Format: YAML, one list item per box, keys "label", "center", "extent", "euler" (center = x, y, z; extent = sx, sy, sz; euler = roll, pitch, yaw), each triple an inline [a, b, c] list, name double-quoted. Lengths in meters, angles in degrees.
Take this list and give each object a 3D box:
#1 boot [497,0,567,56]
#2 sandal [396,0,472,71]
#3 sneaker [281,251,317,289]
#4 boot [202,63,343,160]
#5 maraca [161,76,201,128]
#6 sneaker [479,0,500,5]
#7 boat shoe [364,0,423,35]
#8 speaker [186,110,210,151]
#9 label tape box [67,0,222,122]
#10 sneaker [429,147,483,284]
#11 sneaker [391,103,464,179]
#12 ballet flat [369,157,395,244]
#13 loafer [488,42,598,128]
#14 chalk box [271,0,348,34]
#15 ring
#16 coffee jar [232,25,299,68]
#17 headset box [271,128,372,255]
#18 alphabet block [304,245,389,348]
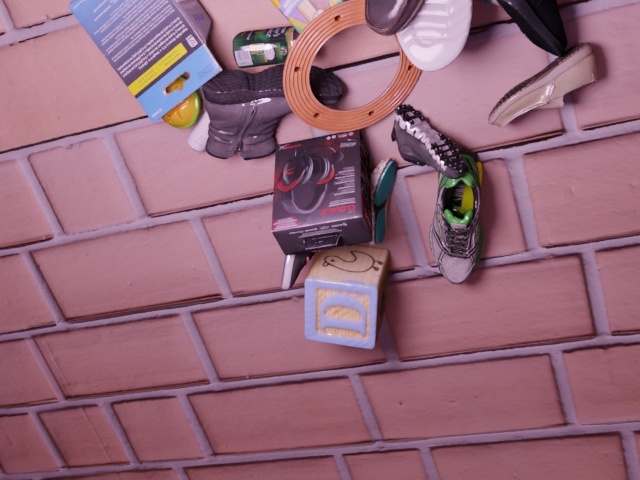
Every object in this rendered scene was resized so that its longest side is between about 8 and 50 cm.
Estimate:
- label: "boot"
  center: [0.489, -0.518, 1.628]
  extent: [0.246, 0.094, 0.207]
  euler: [29, 101, -44]
- label: "sandal"
  center: [0.227, -0.563, 1.650]
  extent: [0.169, 0.102, 0.417]
  euler: [-9, 94, 23]
- label: "sneaker"
  center: [0.000, 0.000, 1.966]
  extent: [0.146, 0.296, 0.104]
  euler: [20, 159, -5]
- label: "boot"
  center: [-0.115, -0.302, 1.913]
  extent: [0.337, 0.118, 0.223]
  euler: [1, 137, 0]
- label: "maraca"
  center: [-0.367, -0.350, 1.952]
  extent: [0.185, 0.099, 0.127]
  euler: [32, 115, 24]
- label: "sneaker"
  center: [0.363, -0.631, 1.600]
  extent: [0.120, 0.108, 0.302]
  euler: [15, 122, 1]
- label: "boat shoe"
  center: [0.159, -0.583, 1.546]
  extent: [0.132, 0.130, 0.356]
  euler: [23, 104, 21]
- label: "speaker"
  center: [-0.280, -0.288, 1.984]
  extent: [0.055, 0.055, 0.136]
  euler: [36, 121, -7]
- label: "label tape box"
  center: [-0.390, -0.484, 1.853]
  extent: [0.240, 0.106, 0.334]
  euler: [-30, 101, 27]
- label: "sneaker"
  center: [0.323, -0.040, 1.917]
  extent: [0.134, 0.146, 0.344]
  euler: [1, 119, 13]
- label: "sneaker"
  center: [0.244, -0.208, 1.844]
  extent: [0.234, 0.078, 0.106]
  euler: [50, 140, 27]
- label: "ballet flat"
  center: [0.129, -0.099, 1.974]
  extent: [0.077, 0.091, 0.241]
  euler: [22, 120, 27]
- label: "loafer"
  center: [0.492, -0.322, 1.743]
  extent: [0.268, 0.102, 0.092]
  euler: [-34, 100, 27]
- label: "chalk box"
  center: [-0.041, -0.569, 1.723]
  extent: [0.132, 0.132, 0.213]
  euler: [-34, 107, 28]
- label: "ring"
  center: [0.074, -0.387, 1.761]
  extent: [0.336, 0.032, 0.337]
  euler: [-15, 136, -15]
- label: "coffee jar"
  center: [-0.104, -0.448, 1.827]
  extent: [0.184, 0.096, 0.079]
  euler: [-2, 118, 15]
- label: "headset box"
  center: [0.005, -0.102, 1.862]
  extent: [0.217, 0.293, 0.110]
  euler: [-9, 145, 14]
- label: "alphabet block"
  center: [0.070, 0.139, 2.051]
  extent: [0.192, 0.197, 0.194]
  euler: [8, 120, 9]
